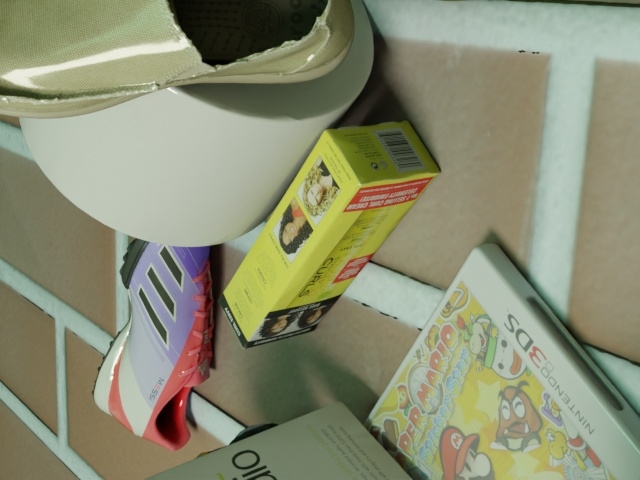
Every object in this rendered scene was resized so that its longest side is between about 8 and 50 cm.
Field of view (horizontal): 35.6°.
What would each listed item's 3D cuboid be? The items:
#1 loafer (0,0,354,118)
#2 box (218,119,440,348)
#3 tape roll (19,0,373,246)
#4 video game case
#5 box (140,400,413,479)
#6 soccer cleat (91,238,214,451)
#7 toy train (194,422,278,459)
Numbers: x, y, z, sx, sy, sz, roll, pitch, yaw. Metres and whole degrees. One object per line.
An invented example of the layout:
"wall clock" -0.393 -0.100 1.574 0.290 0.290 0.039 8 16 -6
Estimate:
"loafer" -0.107 -0.139 0.609 0.092 0.268 0.102 134 126 -79
"box" 0.000 0.000 0.820 0.058 0.087 0.232 60 138 24
"tape roll" -0.102 -0.140 0.795 0.169 0.246 0.246 -51 57 47
"video game case" 0.127 0.152 0.724 0.206 0.026 0.227 55 137 32
"box" -0.058 0.250 0.703 0.232 0.322 0.058 42 141 44
"soccer cleat" -0.151 0.086 1.051 0.116 0.108 0.318 34 124 19
"toy train" -0.035 0.321 0.843 0.142 0.190 0.334 -48 58 48
